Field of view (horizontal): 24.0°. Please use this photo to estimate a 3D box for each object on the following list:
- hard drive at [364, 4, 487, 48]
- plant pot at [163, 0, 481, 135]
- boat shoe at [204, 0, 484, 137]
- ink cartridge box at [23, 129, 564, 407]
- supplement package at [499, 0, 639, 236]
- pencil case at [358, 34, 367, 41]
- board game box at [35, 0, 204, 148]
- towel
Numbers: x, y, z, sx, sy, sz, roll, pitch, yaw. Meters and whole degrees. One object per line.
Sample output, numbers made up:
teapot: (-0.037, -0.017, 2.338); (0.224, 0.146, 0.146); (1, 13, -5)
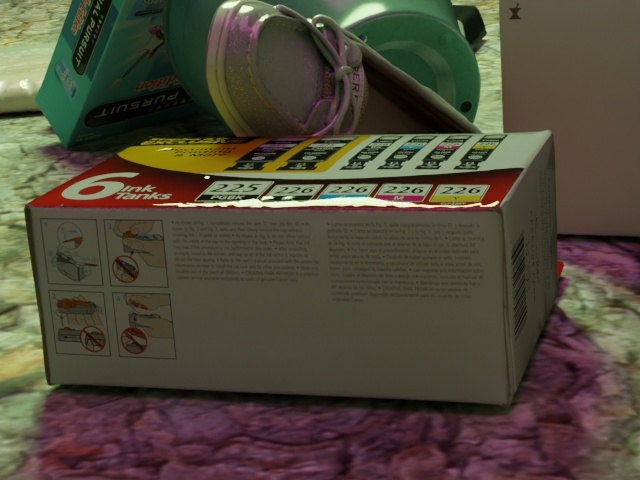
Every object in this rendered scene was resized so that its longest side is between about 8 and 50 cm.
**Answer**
hard drive: (0.093, -0.290, 2.093); (0.254, 0.054, 0.172); (1, 18, 16)
plant pot: (0.018, -0.175, 1.420); (0.271, 0.272, 0.255); (-11, 32, -20)
boat shoe: (0.033, -0.100, 1.177); (0.103, 0.118, 0.320); (-6, -25, 36)
ink cartridge box: (0.000, 0.000, 1.038); (0.309, 0.130, 0.272); (1, 16, 16)
supplement package: (0.288, -0.116, 1.215); (0.261, 0.204, 0.145); (3, 16, 21)
pencil case: (-0.032, -0.196, 1.615); (0.206, 0.086, 0.088); (-37, -5, 10)
board game box: (-0.142, -0.255, 1.618); (0.253, 0.336, 0.079); (-19, 65, -36)
towel: (-0.312, -0.225, 1.987); (0.331, 0.053, 0.317); (-6, 17, -2)
